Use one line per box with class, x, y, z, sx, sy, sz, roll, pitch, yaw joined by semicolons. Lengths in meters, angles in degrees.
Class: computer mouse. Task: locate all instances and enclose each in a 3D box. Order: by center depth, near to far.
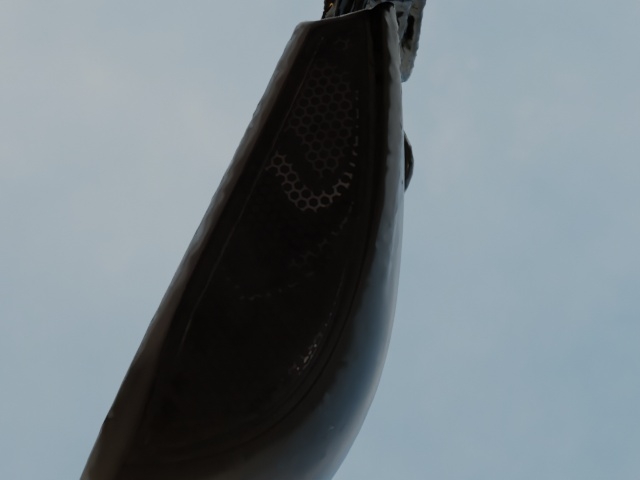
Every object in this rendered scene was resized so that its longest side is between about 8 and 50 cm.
computer mouse;0.000;0.000;0.605;0.072;0.188;0.272;24;-109;0
